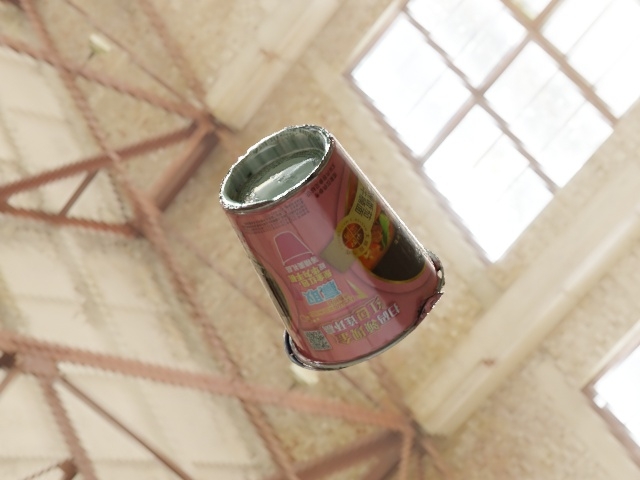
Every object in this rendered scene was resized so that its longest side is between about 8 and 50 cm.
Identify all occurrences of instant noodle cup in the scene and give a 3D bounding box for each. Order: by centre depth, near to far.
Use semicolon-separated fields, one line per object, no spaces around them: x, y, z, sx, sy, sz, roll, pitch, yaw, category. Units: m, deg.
0.000;0.000;1.874;0.255;0.244;0.244;57;-170;-31;instant noodle cup
